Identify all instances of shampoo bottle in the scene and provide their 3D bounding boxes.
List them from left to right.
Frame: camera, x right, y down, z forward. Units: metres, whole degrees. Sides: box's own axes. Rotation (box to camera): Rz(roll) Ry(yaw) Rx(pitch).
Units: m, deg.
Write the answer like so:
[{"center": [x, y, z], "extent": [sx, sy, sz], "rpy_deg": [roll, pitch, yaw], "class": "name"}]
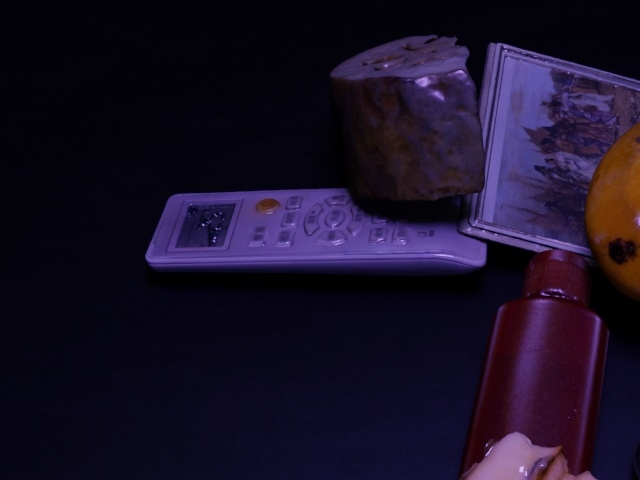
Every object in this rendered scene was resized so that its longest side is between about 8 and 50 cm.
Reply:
[{"center": [0.181, 0.120, 1.073], "extent": [0.102, 0.064, 0.260], "rpy_deg": [7, 49, 13], "class": "shampoo bottle"}]

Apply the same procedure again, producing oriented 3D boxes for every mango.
[{"center": [0.316, -0.031, 1.138], "extent": [0.157, 0.109, 0.262], "rpy_deg": [43, 41, 11], "class": "mango"}]

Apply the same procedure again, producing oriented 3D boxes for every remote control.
[{"center": [0.000, 0.000, 1.219], "extent": [0.313, 0.055, 0.109], "rpy_deg": [-1, 37, 11], "class": "remote control"}]

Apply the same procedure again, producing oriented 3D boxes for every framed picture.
[{"center": [0.249, -0.081, 1.248], "extent": [0.217, 0.017, 0.274], "rpy_deg": [13, 49, -1], "class": "framed picture"}]

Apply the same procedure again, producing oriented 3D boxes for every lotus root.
[{"center": [0.080, -0.115, 1.211], "extent": [0.138, 0.119, 0.235], "rpy_deg": [-16, 18, -3], "class": "lotus root"}]

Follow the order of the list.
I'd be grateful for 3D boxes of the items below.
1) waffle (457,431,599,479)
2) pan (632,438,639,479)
[{"center": [0.037, 0.307, 0.762], "extent": [0.114, 0.261, 0.376], "rpy_deg": [31, 51, 22], "class": "waffle"}, {"center": [0.285, 0.163, 1.049], "extent": [0.068, 0.023, 0.115], "rpy_deg": [1, 50, 8], "class": "pan"}]
